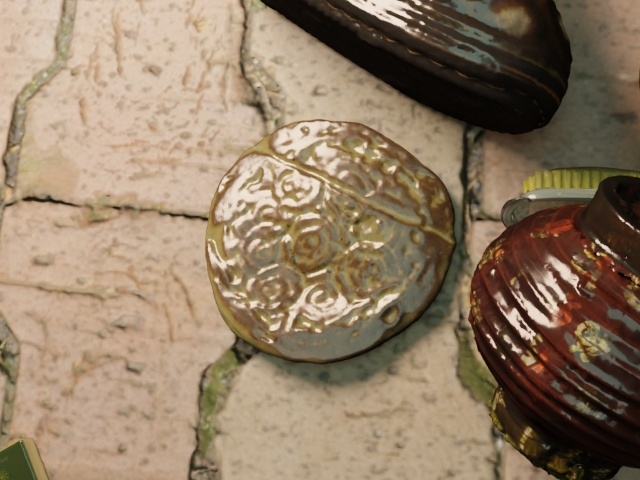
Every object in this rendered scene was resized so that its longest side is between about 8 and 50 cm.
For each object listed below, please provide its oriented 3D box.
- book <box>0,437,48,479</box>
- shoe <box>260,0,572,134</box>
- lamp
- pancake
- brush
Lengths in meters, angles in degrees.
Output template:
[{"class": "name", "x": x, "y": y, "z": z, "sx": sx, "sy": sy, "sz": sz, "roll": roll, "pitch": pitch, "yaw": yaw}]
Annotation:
[{"class": "book", "x": -0.319, "y": 0.356, "z": 0.797, "sx": 0.202, "sy": 0.027, "sz": 0.264, "roll": -30, "pitch": 73, "yaw": 4}, {"class": "shoe", "x": 0.098, "y": -0.273, "z": 0.768, "sx": 0.384, "sy": 0.171, "sz": 0.237, "roll": 37, "pitch": 92, "yaw": 24}, {"class": "lamp", "x": 0.229, "y": 0.075, "z": 0.646, "sx": 0.247, "sy": 0.247, "sz": 0.246, "roll": -2, "pitch": 78, "yaw": 11}, {"class": "pancake", "x": 0.000, "y": 0.000, "z": 0.803, "sx": 0.250, "sy": 0.031, "sz": 0.250, "roll": -3, "pitch": 77, "yaw": 11}, {"class": "brush", "x": 0.312, "y": -0.032, "z": 0.736, "sx": 0.297, "sy": 0.068, "sz": 0.060, "roll": 6, "pitch": 58, "yaw": 9}]
